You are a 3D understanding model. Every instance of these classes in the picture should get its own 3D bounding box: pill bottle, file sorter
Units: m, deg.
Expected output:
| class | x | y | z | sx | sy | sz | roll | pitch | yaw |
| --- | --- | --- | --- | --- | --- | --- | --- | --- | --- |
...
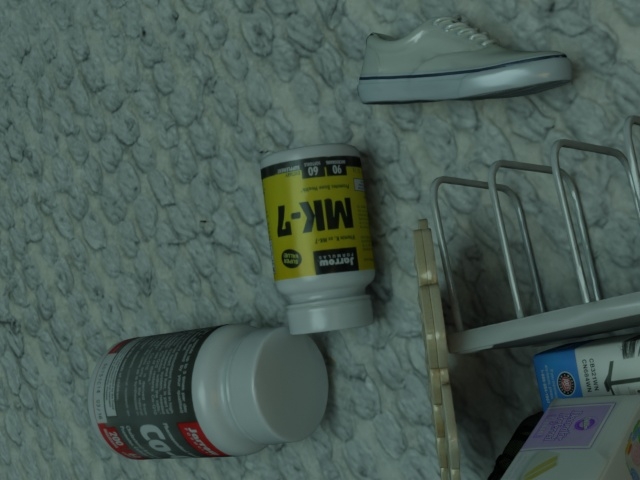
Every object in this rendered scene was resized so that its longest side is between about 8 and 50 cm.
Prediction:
| class | x | y | z | sx | sy | sz | roll | pitch | yaw |
| --- | --- | --- | --- | --- | --- | --- | --- | --- | --- |
| pill bottle | 0.000 | 0.000 | 1.186 | 0.119 | 0.119 | 0.209 | -11 | 85 | 38 |
| file sorter | 0.267 | -0.007 | 0.935 | 0.277 | 0.192 | 0.173 | -17 | 78 | 37 |
| pill bottle | -0.142 | 0.189 | 1.276 | 0.283 | 0.161 | 0.161 | -11 | 85 | 38 |

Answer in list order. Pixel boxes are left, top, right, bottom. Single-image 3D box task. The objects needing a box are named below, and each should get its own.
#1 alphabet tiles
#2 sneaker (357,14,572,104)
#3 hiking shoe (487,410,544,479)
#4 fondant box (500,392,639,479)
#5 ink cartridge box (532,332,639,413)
| class | x | y | z | sx | sy | sz | roll | pitch | yaw |
| --- | --- | --- | --- | --- | --- | --- | --- | --- | --- |
| alphabet tiles | 0.115 | 0.128 | 1.016 | 0.021 | 0.284 | 0.278 | -7 | 47 | 5 |
| sneaker | 0.142 | -0.194 | 1.084 | 0.258 | 0.094 | 0.091 | 3 | 98 | 38 |
| hiking shoe | 0.190 | 0.283 | 1.050 | 0.086 | 0.114 | 0.227 | 30 | 109 | 33 |
| fondant box | 0.247 | 0.332 | 0.864 | 0.096 | 0.238 | 0.330 | -9 | 109 | 38 |
| ink cartridge box | 0.321 | 0.160 | 0.963 | 0.203 | 0.086 | 0.148 | -15 | 82 | 38 |
